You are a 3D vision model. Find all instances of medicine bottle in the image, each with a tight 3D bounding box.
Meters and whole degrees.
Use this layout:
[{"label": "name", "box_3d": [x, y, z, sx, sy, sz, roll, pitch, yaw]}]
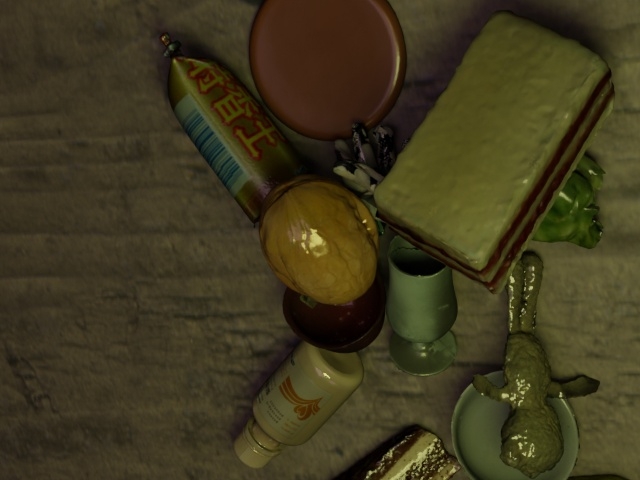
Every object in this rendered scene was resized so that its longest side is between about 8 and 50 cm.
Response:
[{"label": "medicine bottle", "box_3d": [-0.044, 0.257, 1.748, 0.114, 0.114, 0.252, 43, 119, 8]}]

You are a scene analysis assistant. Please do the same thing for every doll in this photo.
[{"label": "doll", "box_3d": [0.275, 0.173, 1.537, 0.091, 0.203, 0.285, -12, 104, 45]}]

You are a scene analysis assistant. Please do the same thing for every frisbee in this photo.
[{"label": "frisbee", "box_3d": [0.006, -0.266, 1.626, 0.251, 0.021, 0.250, 6, 106, 22]}]

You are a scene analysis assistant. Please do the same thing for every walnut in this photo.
[{"label": "walnut", "box_3d": [0.000, 0.000, 1.554, 0.159, 0.159, 0.206, -18, 127, 28]}]

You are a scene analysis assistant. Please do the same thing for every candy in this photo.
[{"label": "candy", "box_3d": [0.221, -0.113, 1.418, 0.179, 0.135, 0.320, 28, 79, 27]}]

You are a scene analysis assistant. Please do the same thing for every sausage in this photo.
[{"label": "sausage", "box_3d": [-0.139, -0.180, 1.666, 0.117, 0.125, 0.317, -39, 83, 29]}]

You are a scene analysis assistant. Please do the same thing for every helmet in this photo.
[{"label": "helmet", "box_3d": [0.040, 0.109, 1.656, 0.155, 0.106, 0.175, -44, 46, -7]}]

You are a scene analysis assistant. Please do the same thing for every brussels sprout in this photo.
[{"label": "brussels sprout", "box_3d": [0.298, -0.060, 1.510, 0.181, 0.100, 0.139, 22, 125, 6]}]

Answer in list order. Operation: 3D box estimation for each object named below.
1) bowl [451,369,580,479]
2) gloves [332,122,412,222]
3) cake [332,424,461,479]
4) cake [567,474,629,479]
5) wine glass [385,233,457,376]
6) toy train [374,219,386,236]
[{"label": "bowl", "box_3d": [0.268, 0.286, 1.611, 0.189, 0.189, 0.086, 45, 160, 7]}, {"label": "gloves", "box_3d": [0.100, -0.078, 1.579, 0.212, 0.128, 0.111, 31, 143, 33]}, {"label": "cake", "box_3d": [0.093, 0.388, 1.765, 0.112, 0.135, 0.246, 44, 89, -6]}, {"label": "cake", "box_3d": [0.342, 0.446, 1.608, 0.261, 0.156, 0.179, -14, 92, 29]}, {"label": "wine glass", "box_3d": [0.141, 0.085, 1.557, 0.103, 0.103, 0.231, 17, 143, 20]}, {"label": "toy train", "box_3d": [0.058, -0.025, 1.650, 0.093, 0.056, 0.038, -13, 114, 28]}]
